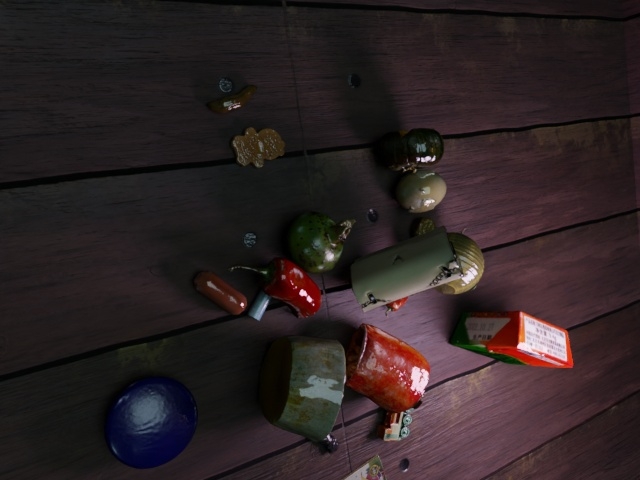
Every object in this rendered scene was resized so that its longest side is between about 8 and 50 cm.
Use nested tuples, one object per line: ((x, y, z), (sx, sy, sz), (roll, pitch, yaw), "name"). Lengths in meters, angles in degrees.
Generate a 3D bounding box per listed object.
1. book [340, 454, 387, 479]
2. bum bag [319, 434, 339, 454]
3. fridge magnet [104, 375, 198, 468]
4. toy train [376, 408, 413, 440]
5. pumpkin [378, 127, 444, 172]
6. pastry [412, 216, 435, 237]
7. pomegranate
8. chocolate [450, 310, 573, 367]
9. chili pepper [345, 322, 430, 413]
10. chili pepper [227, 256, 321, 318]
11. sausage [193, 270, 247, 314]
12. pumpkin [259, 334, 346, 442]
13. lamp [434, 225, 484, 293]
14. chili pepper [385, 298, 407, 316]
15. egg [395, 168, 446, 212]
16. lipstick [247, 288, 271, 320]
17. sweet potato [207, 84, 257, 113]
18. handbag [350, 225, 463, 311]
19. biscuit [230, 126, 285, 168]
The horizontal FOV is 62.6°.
((0.125, 0.980, 1.965), (0.322, 0.018, 0.228), (-24, 103, -27), "book")
((0.025, 0.716, 1.889), (0.124, 0.034, 0.058), (51, 54, -22), "bum bag")
((-0.491, 0.528, 1.538), (0.265, 0.112, 0.265), (-2, 93, -30), "fridge magnet")
((0.290, 0.680, 2.022), (0.118, 0.074, 0.176), (13, 87, -26), "toy train")
((0.331, -0.326, 1.920), (0.238, 0.238, 0.159), (-4, 99, -30), "pumpkin")
((0.407, -0.045, 2.071), (0.109, 0.057, 0.097), (-17, 102, -27), "pastry")
((0.000, 0.000, 1.733), (0.211, 0.263, 0.211), (24, 59, -46), "pomegranate")
((0.782, 0.404, 2.150), (0.360, 0.341, 0.161), (21, 71, -28), "chocolate")
((0.215, 0.460, 1.909), (0.305, 0.229, 0.251), (31, 79, -17), "chili pepper")
((-0.121, 0.123, 1.660), (0.338, 0.131, 0.134), (44, 59, -43), "chili pepper")
((-0.312, 0.165, 1.654), (0.194, 0.077, 0.077), (42, 72, -26), "sausage")
((-0.075, 0.455, 1.675), (0.199, 0.332, 0.332), (15, 84, -16), "pumpkin")
((0.509, 0.064, 2.030), (0.250, 0.250, 0.284), (35, 65, -26), "lamp")
((0.297, 0.225, 2.022), (0.191, 0.050, 0.059), (-41, 108, -36), "chili pepper")
((0.380, -0.186, 1.990), (0.201, 0.164, 0.164), (-15, 99, -17), "egg")
((-0.185, 0.186, 1.741), (0.048, 0.048, 0.158), (35, 74, -26), "lipstick")
((-0.268, -0.445, 1.670), (0.182, 0.054, 0.053), (-34, 117, -27), "sweet potato")
((0.293, 0.100, 1.816), (0.358, 0.237, 0.160), (-22, 110, 15), "handbag")
((-0.206, -0.310, 1.725), (0.184, 0.027, 0.133), (-35, 107, -26), "biscuit")
